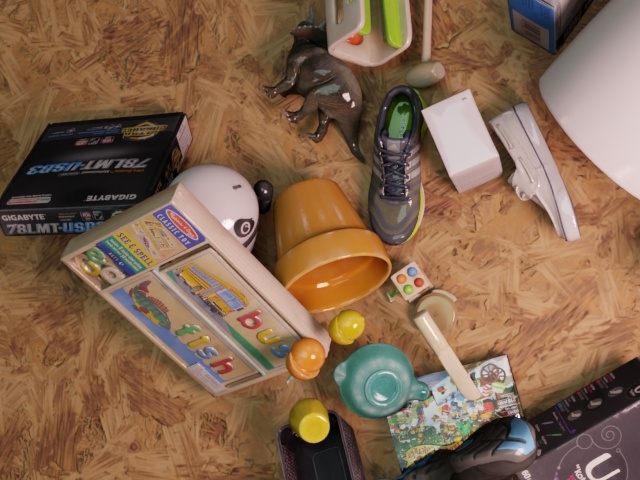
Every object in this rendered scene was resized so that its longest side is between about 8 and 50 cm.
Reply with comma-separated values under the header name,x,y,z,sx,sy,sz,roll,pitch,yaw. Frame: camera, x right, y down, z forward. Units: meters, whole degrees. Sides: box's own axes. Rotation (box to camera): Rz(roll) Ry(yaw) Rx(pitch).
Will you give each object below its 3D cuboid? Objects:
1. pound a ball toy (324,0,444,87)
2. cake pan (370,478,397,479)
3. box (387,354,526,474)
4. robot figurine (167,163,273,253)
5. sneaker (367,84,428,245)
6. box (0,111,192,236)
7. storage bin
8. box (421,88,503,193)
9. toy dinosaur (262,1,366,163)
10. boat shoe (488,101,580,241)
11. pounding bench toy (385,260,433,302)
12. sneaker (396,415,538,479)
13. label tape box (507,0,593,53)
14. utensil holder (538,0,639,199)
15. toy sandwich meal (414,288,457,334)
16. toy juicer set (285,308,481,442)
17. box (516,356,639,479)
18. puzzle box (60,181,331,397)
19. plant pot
name,x,y,z,sx,sy,sz,roll,pitch,yaw
pound a ball toy,0.102,-0.436,1.802,0.135,0.208,0.319,-23,64,47
cake pan,0.116,0.568,1.706,0.293,0.054,0.293,-2,83,13
box,0.236,0.305,1.715,0.233,0.044,0.159,-16,80,11
robot figurine,-0.195,-0.023,1.737,0.173,0.278,0.209,19,67,-1
sneaker,0.131,-0.141,1.756,0.111,0.121,0.300,0,83,14
box,-0.415,-0.125,1.821,0.295,0.073,0.293,-2,38,13
storage bin,0.006,0.403,1.706,0.122,0.084,0.180,-21,56,10
box,0.250,-0.169,1.706,0.091,0.170,0.130,-23,78,10
toy dinosaur,0.002,-0.284,1.808,0.160,0.121,0.313,-40,72,19
boat shoe,0.372,-0.112,1.711,0.088,0.096,0.268,-24,77,14
pounding bench toy,0.151,0.083,1.752,0.083,0.065,0.052,-35,77,7
sneaker,0.253,0.380,1.545,0.125,0.341,0.140,-29,80,-31
label tape box,0.453,-0.512,1.663,0.106,0.240,0.334,36,92,15
utensil holder,0.582,-0.282,1.509,0.327,0.327,0.385,51,120,14
toy sandwich meal,0.208,0.129,1.754,0.085,0.029,0.086,0,90,12
toy juicer set,0.092,0.207,1.668,0.329,0.089,0.209,-14,99,-8
box,0.456,0.341,1.583,0.270,0.143,0.165,-33,100,7
puzzle box,-0.206,0.100,1.666,0.272,0.409,0.052,-25,33,31
plant pot,0.000,0.000,1.743,0.205,0.205,0.188,-25,63,9
